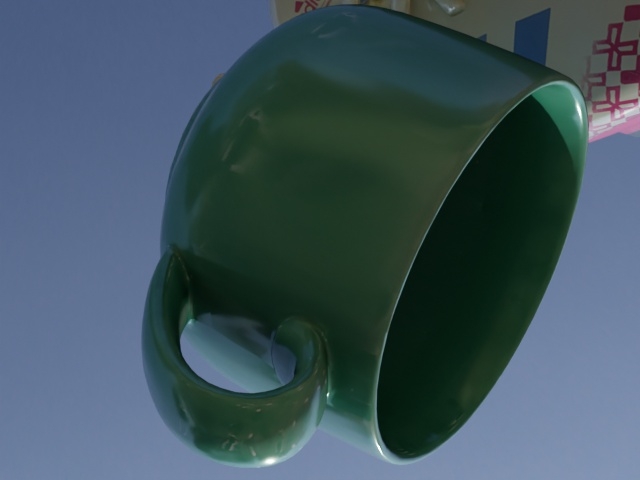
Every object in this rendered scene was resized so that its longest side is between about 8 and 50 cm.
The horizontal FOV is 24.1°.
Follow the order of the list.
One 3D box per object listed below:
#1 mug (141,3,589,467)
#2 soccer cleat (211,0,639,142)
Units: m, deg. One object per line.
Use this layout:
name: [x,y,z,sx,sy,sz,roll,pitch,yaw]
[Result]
mug: [0.005,-0.008,0.458,0.097,0.158,0.129,25,-80,25]
soccer cleat: [0.068,-0.093,0.563,0.143,0.116,0.331,23,-40,-21]
